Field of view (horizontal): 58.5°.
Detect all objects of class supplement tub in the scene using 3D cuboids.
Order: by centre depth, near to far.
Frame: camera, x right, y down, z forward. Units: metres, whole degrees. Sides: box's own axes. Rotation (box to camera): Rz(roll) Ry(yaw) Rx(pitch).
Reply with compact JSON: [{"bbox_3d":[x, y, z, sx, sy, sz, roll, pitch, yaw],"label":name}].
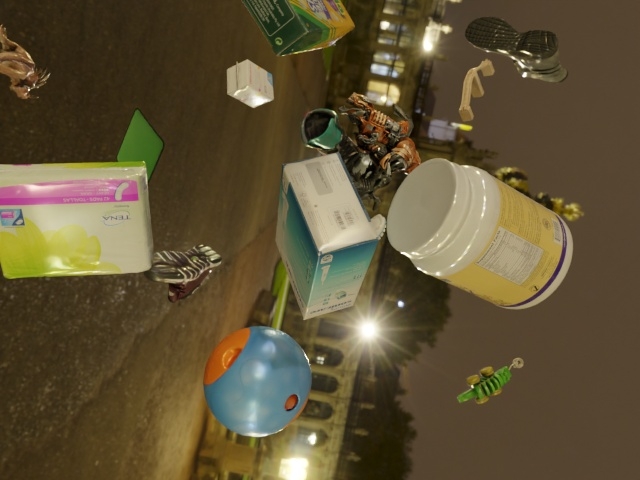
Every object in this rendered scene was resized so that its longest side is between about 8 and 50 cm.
[{"bbox_3d":[0.330,-0.012,1.199,0.241,0.331,0.241,-43,-145,40],"label":"supplement tub"}]

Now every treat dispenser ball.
[{"bbox_3d":[-0.167,0.374,1.530,0.288,0.288,0.288,-169,-90,-89],"label":"treat dispenser ball"}]

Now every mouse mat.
[{"bbox_3d":[-0.428,-0.209,1.349,0.189,0.007,0.152,49,-62,38],"label":"mouse mat"}]

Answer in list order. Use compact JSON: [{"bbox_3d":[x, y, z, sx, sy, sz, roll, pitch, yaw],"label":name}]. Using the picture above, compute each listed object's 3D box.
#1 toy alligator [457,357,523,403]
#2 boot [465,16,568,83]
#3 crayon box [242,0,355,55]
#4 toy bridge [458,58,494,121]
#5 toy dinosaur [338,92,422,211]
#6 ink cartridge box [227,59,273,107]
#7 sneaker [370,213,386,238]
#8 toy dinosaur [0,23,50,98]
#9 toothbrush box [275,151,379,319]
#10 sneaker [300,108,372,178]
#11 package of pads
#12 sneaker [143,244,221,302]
[{"bbox_3d":[0.381,0.302,1.237,0.056,0.190,0.051,66,-20,1],"label":"toy alligator"},{"bbox_3d":[0.482,-0.459,1.417,0.083,0.247,0.161,-59,147,-1],"label":"boot"},{"bbox_3d":[-0.046,-0.489,1.142,0.083,0.203,0.323,-29,-172,29],"label":"crayon box"},{"bbox_3d":[0.356,-0.359,1.314,0.063,0.026,0.188,53,53,-36],"label":"toy bridge"},{"bbox_3d":[0.155,-0.194,1.361,0.218,0.322,0.164,-44,173,6],"label":"toy dinosaur"},{"bbox_3d":[-0.229,-0.499,1.813,0.143,0.090,0.092,17,65,-53],"label":"ink cartridge box"},{"bbox_3d":[0.122,-0.014,1.771,0.190,0.083,0.071,-46,-136,3],"label":"sneaker"},{"bbox_3d":[-0.896,-0.516,1.690,0.127,0.200,0.296,-49,-150,-11],"label":"toy dinosaur"},{"bbox_3d":[0.000,0.000,1.183,0.295,0.126,0.216,103,-31,-57],"label":"toothbrush box"},{"bbox_3d":[0.049,-0.268,1.614,0.124,0.295,0.178,-48,164,7],"label":"sneaker"},{"bbox_3d":[-0.498,-0.038,1.160,0.101,0.297,0.229,-114,-157,-61],"label":"package of pads"},{"bbox_3d":[-0.380,0.109,1.505,0.162,0.106,0.281,-54,163,19],"label":"sneaker"}]
